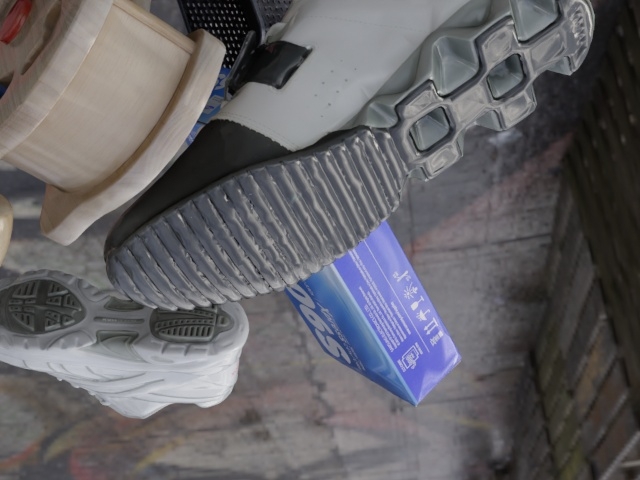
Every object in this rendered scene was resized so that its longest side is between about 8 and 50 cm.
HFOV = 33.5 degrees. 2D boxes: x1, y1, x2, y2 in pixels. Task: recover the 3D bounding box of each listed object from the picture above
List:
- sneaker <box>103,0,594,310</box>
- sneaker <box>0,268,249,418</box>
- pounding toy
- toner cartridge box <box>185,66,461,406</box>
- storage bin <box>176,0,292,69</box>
[{"bbox_3d":[-0.003,-0.084,0.674,0.330,0.146,0.122,-33,146,-8],"label":"sneaker"},{"bbox_3d":[-0.173,0.095,0.836,0.232,0.090,0.115,8,131,5],"label":"sneaker"},{"bbox_3d":[-0.156,-0.101,0.553,0.155,0.269,0.154,30,119,-30],"label":"pounding toy"},{"bbox_3d":[0.000,0.000,1.033,0.165,0.075,0.348,22,150,52],"label":"toner cartridge box"},{"bbox_3d":[-0.076,-0.246,1.072,0.084,0.180,0.122,-7,161,-35],"label":"storage bin"}]
